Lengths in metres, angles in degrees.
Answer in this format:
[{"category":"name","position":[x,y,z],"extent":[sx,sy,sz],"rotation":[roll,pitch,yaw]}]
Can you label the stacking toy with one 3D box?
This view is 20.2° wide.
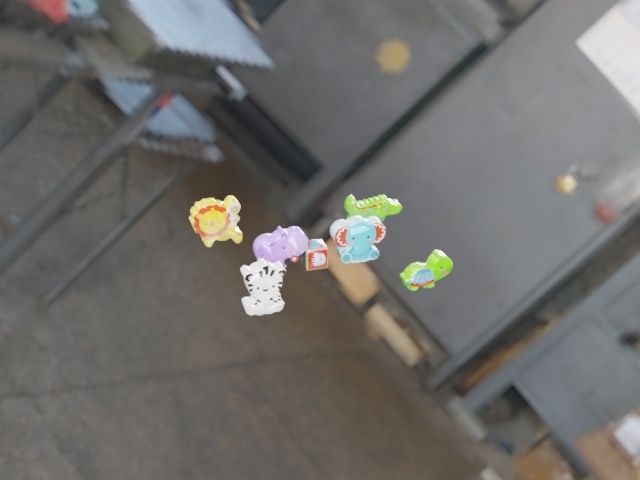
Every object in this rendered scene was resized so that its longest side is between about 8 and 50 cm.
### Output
[{"category":"stacking toy","position":[0.000,0.000,1.739],"extent":[0.221,0.052,0.167],"rotation":[-8,28,-17]}]
